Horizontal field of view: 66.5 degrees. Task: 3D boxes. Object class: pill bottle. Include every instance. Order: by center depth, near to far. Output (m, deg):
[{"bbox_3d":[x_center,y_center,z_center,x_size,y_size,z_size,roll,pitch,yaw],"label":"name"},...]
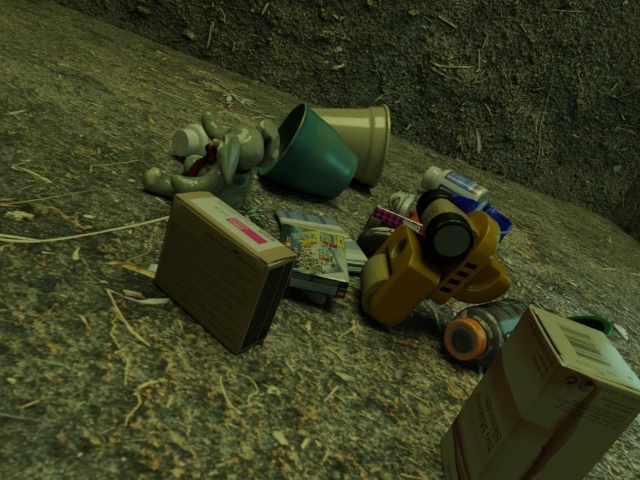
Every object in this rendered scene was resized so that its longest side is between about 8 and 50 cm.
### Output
[{"bbox_3d":[0.382,0.206,1.104,0.246,0.130,0.130,-1,33,-43],"label":"pill bottle"},{"bbox_3d":[-0.361,-0.311,1.561,0.117,0.117,0.215,36,27,27],"label":"pill bottle"},{"bbox_3d":[0.586,-0.220,2.157,0.272,0.152,0.152,37,28,29],"label":"pill bottle"}]

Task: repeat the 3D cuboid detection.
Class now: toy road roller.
[{"bbox_3d":[0.267,0.070,1.102,0.241,0.329,0.202,36,22,-13],"label":"toy road roller"}]

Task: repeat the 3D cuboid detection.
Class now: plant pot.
[{"bbox_3d":[-0.026,-0.271,1.628,0.255,0.271,0.271,30,20,-23],"label":"plant pot"},{"bbox_3d":[0.079,-0.388,1.921,0.306,0.333,0.333,6,26,-8],"label":"plant pot"}]

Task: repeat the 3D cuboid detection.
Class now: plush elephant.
[{"bbox_3d":[-0.252,-0.211,1.274,0.330,0.255,0.272,28,24,12],"label":"plush elephant"}]

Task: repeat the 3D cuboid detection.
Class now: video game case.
[{"bbox_3d":[0.249,-0.019,1.445,0.232,0.041,0.210,24,-10,2],"label":"video game case"}]

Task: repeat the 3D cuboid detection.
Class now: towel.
[{"bbox_3d":[0.000,0.000,1.328,0.209,0.034,0.285,8,26,-25],"label":"towel"}]

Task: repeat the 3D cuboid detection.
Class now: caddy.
[{"bbox_3d":[0.562,-0.066,1.779,0.241,0.179,0.341,31,25,20],"label":"caddy"}]

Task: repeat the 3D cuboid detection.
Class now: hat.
[{"bbox_3d":[0.704,0.314,1.293,0.209,0.183,0.173,-17,11,14],"label":"hat"}]

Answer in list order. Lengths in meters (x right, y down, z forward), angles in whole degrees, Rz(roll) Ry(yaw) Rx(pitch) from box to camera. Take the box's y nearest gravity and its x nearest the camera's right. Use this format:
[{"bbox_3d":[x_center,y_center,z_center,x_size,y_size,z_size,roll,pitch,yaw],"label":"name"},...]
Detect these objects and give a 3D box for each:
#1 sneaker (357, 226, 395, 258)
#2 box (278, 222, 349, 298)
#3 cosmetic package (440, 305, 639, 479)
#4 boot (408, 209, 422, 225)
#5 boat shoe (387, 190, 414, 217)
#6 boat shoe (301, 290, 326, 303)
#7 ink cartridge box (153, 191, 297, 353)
[{"bbox_3d":[0.233,0.064,1.312,0.282,0.106,0.162,21,27,-6],"label":"sneaker"},{"bbox_3d":[-0.022,0.040,1.123,0.159,0.044,0.233,12,24,-6],"label":"box"},{"bbox_3d":[0.301,0.264,0.707,0.129,0.296,0.153,20,22,-3],"label":"cosmetic package"},{"bbox_3d":[0.335,-0.069,1.740,0.085,0.059,0.158,10,27,-16],"label":"boot"},{"bbox_3d":[0.292,-0.137,1.798,0.088,0.096,0.267,22,22,8],"label":"boat shoe"},{"bbox_3d":[-0.022,0.106,1.085,0.100,0.035,0.035,29,26,30],"label":"boat shoe"},{"bbox_3d":[-0.176,0.051,0.866,0.235,0.193,0.088,35,27,25],"label":"ink cartridge box"}]
